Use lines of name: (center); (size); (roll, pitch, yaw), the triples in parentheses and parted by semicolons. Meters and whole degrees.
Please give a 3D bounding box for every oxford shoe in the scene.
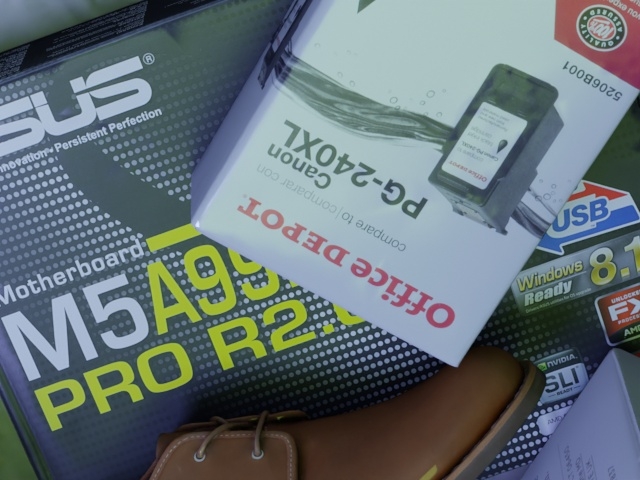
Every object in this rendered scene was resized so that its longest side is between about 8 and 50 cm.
oxford shoe: (-0.017, 0.090, 0.637); (0.212, 0.076, 0.076); (-32, 97, 6)

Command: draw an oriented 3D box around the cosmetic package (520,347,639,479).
cosmetic package: (0.112, 0.249, 0.688); (0.197, 0.155, 0.366); (22, 116, -12)

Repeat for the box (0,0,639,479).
box: (0.000, 0.000, 0.674); (0.270, 0.060, 0.216); (-19, 110, 2)

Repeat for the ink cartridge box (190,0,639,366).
ink cartridge box: (0.037, -0.048, 0.595); (0.109, 0.063, 0.150); (28, 105, -13)
